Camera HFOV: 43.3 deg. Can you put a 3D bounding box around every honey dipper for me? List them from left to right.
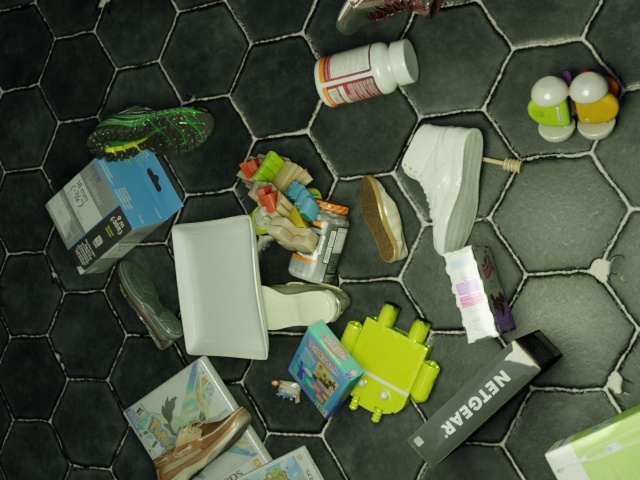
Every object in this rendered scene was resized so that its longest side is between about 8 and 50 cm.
[{"bbox_3d":[0.370,-0.178,1.793,0.161,0.030,0.030,15,96,29],"label":"honey dipper"}]

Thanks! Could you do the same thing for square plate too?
[{"bbox_3d":[-0.247,0.119,2.021,0.344,0.049,0.347,-5,92,47],"label":"square plate"}]

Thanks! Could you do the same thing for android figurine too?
[{"bbox_3d":[0.152,0.288,1.878,0.248,0.056,0.272,28,100,24],"label":"android figurine"}]

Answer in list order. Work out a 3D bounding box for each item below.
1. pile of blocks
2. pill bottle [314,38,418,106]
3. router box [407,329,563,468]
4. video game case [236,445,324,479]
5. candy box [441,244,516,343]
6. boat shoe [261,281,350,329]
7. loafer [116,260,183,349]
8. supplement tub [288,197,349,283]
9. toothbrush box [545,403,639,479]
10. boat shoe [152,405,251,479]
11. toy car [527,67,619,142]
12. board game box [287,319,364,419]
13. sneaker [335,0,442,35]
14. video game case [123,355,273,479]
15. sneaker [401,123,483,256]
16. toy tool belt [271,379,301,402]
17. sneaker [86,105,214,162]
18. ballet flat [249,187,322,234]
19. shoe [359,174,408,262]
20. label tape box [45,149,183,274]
[{"bbox_3d":[-0.097,-0.120,1.885,0.149,0.113,0.362,-41,44,7],"label":"pile of blocks"},{"bbox_3d":[0.107,-0.391,1.871,0.221,0.121,0.121,-9,85,25],"label":"pill bottle"},{"bbox_3d":[0.347,0.324,1.677,0.309,0.243,0.081,-48,71,17],"label":"router box"},{"bbox_3d":[-0.078,0.631,1.983,0.212,0.023,0.193,-31,86,22],"label":"video game case"},{"bbox_3d":[0.341,0.112,1.725,0.070,0.165,0.196,-20,81,24],"label":"candy box"},{"bbox_3d":[-0.069,0.156,1.965,0.305,0.091,0.109,-2,98,36],"label":"boat shoe"},{"bbox_3d":[-0.477,0.177,2.170,0.084,0.096,0.267,-46,73,24],"label":"loafer"},{"bbox_3d":[0.000,0.000,1.921,0.117,0.117,0.190,18,97,25],"label":"supplement tub"},{"bbox_3d":[0.630,0.451,1.602,0.283,0.122,0.206,-33,76,21],"label":"toothbrush box"},{"bbox_3d":[-0.306,0.506,2.002,0.324,0.123,0.116,-43,80,19],"label":"boat shoe"},{"bbox_3d":[0.524,-0.296,1.667,0.182,0.159,0.136,-1,54,27],"label":"toy car"},{"bbox_3d":[0.008,0.305,1.889,0.160,0.047,0.210,50,145,19],"label":"board game box"},{"bbox_3d":[0.174,-0.542,1.853,0.281,0.106,0.162,-43,75,19],"label":"sneaker"},{"bbox_3d":[-0.321,0.509,2.089,0.300,0.036,0.329,-36,83,21],"label":"video game case"},{"bbox_3d":[0.262,-0.116,1.815,0.169,0.108,0.292,17,104,42],"label":"sneaker"},{"bbox_3d":[-0.086,0.374,1.995,0.083,0.052,0.051,2,82,27],"label":"toy tool belt"},{"bbox_3d":[-0.446,-0.312,2.137,0.344,0.134,0.146,-4,45,12],"label":"sneaker"},{"bbox_3d":[-0.105,-0.076,1.995,0.231,0.077,0.077,-21,81,25],"label":"ballet flat"},{"bbox_3d":[0.148,-0.052,1.889,0.076,0.058,0.218,-36,67,53],"label":"shoe"},{"bbox_3d":[-0.572,-0.096,2.210,0.334,0.106,0.240,-37,74,21],"label":"label tape box"}]
